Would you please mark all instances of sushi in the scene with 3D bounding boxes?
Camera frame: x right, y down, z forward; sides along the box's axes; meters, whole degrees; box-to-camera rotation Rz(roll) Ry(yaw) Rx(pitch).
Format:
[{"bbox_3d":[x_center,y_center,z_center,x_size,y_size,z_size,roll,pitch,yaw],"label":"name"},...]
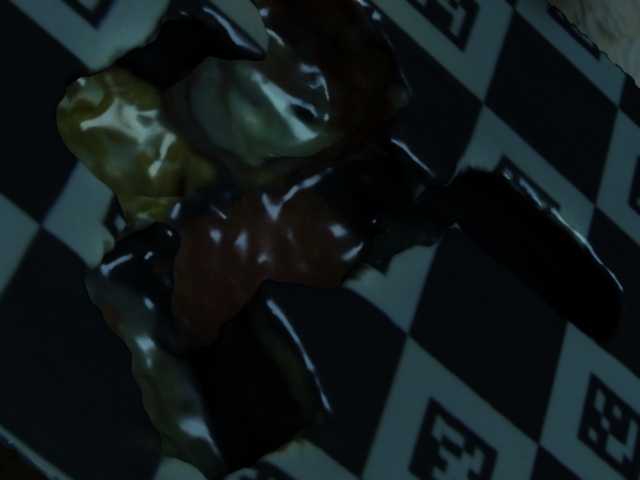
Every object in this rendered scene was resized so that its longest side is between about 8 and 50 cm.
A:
[{"bbox_3d":[0.000,0.000,0.608,0.359,0.064,0.343,40,43,-17],"label":"sushi"}]
